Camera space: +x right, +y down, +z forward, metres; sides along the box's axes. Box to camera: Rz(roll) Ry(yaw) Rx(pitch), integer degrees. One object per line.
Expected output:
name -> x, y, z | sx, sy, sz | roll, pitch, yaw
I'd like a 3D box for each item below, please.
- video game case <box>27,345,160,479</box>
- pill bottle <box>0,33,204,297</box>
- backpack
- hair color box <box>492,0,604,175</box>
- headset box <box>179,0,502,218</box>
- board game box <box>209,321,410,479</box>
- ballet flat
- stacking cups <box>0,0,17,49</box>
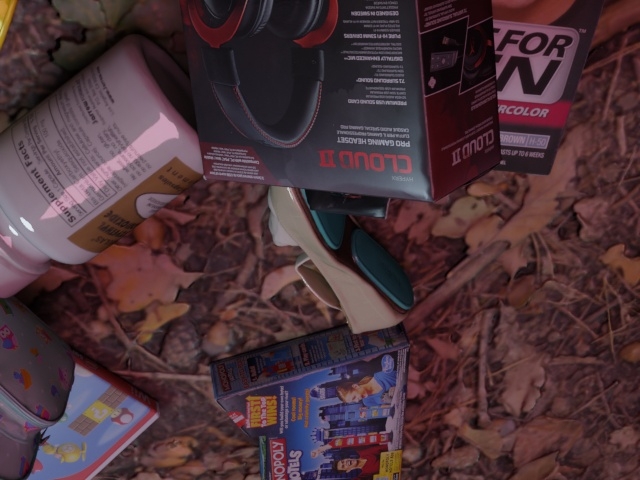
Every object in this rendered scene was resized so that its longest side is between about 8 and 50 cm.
video game case -> -0.329, 0.159, 1.259 | 0.204, 0.025, 0.285 | -43, 121, 16
pill bottle -> -0.203, -0.055, 1.080 | 0.229, 0.131, 0.131 | -35, 123, 12
backpack -> -0.302, 0.132, 1.101 | 0.144, 0.188, 0.166 | -24, 126, 23
hair color box -> 0.134, -0.245, 1.039 | 0.185, 0.114, 0.375 | 4, 121, -14
headset box -> 0.011, -0.160, 0.961 | 0.218, 0.110, 0.293 | 8, 114, 35
board game box -> -0.013, 0.173, 1.314 | 0.194, 0.060, 0.194 | -4, 124, -9
ballet flat -> 0.000, 0.000, 1.197 | 0.086, 0.086, 0.248 | -30, 125, 8
stacking cups -> -0.381, -0.232, 0.963 | 0.316, 0.096, 0.096 | 18, 118, -16
